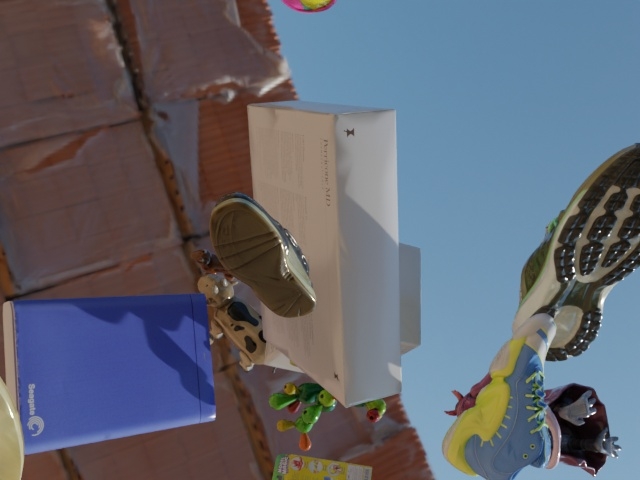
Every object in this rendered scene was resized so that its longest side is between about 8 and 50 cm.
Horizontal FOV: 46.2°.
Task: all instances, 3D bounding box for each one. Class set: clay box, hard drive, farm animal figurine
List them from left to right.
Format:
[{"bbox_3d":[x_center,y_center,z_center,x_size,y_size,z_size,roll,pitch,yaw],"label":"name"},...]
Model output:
[{"bbox_3d":[-0.307,0.190,1.135,0.040,0.319,0.210,-13,-101,46],"label":"hard drive"},{"bbox_3d":[-0.217,0.168,1.600,0.327,0.330,0.172,29,-27,0],"label":"farm animal figurine"},{"bbox_3d":[0.000,0.567,1.708,0.053,0.222,0.127,90,9,-53],"label":"clay box"}]

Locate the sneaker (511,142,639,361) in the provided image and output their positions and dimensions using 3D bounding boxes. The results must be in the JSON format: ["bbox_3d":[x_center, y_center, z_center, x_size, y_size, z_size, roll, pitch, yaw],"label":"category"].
[{"bbox_3d":[0.394,0.000,1.176,0.182,0.158,0.410,-93,-163,-49],"label":"sneaker"}]

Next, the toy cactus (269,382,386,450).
[{"bbox_3d":[0.027,0.273,1.291,0.219,0.180,0.112,-15,-79,31],"label":"toy cactus"}]

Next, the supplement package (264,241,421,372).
[{"bbox_3d":[0.038,0.127,1.416,0.263,0.199,0.197,137,-37,-55],"label":"supplement package"}]

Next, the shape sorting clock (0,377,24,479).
[{"bbox_3d":[-0.233,0.086,0.313,0.040,0.206,0.206,-103,-171,-54],"label":"shape sorting clock"}]

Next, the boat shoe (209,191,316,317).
[{"bbox_3d":[-0.048,0.009,0.628,0.152,0.056,0.049,62,14,-46],"label":"boat shoe"}]

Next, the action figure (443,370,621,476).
[{"bbox_3d":[0.386,0.376,1.502,0.370,0.276,0.247,-2,-82,47],"label":"action figure"}]

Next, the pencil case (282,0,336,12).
[{"bbox_3d":[-0.008,-0.465,1.153,0.104,0.105,0.236,116,-18,-63],"label":"pencil case"}]

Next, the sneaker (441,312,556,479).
[{"bbox_3d":[0.267,0.218,0.980,0.126,0.091,0.240,35,-77,25],"label":"sneaker"}]

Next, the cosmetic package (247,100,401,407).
[{"bbox_3d":[0.000,0.000,1.049,0.284,0.098,0.376,-152,-123,-63],"label":"cosmetic package"}]
